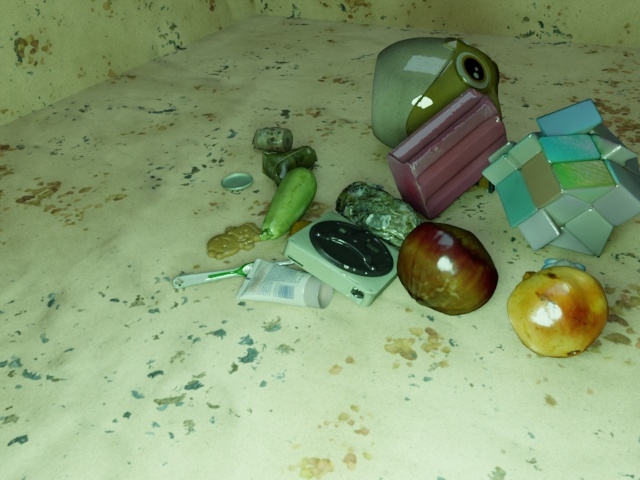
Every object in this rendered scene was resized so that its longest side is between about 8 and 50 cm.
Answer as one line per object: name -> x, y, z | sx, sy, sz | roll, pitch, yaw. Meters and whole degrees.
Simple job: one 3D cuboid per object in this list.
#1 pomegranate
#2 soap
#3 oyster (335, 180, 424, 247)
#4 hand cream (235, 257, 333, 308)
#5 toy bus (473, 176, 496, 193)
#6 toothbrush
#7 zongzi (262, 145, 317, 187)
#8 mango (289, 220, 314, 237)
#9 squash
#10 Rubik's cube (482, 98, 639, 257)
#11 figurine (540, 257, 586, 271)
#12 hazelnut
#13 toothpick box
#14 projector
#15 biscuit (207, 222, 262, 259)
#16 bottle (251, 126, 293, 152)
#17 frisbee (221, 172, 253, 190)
pomegranate -> 0.517, 0.156, 1.367 | 0.209, 0.209, 0.209 | -4, 34, 2
soap -> 0.390, -0.259, 1.881 | 0.360, 0.233, 0.128 | -40, 42, -14
oyster -> 0.175, -0.056, 1.798 | 0.351, 0.158, 0.162 | 37, 94, 36
hand cream -> -0.094, 0.119, 1.618 | 0.248, 0.083, 0.133 | 10, 54, 30
toy bus -> 0.573, -0.234, 2.033 | 0.182, 0.091, 0.103 | -33, 40, -30
toothbrush -> -0.195, 0.080, 1.712 | 0.418, 0.042, 0.040 | -10, -5, -7
zongzi -> -0.072, -0.234, 2.127 | 0.205, 0.094, 0.204 | -16, 46, -20
mango -> 0.000, 0.000, 1.768 | 0.184, 0.084, 0.102 | 20, 8, 7
squash -> -0.095, -0.105, 1.912 | 0.119, 0.118, 0.370 | 4, 37, 14
Rubik's cube -> 0.667, -0.159, 1.705 | 0.368, 0.358, 0.387 | 39, 38, -9
figurine -> 0.602, 0.098, 1.564 | 0.114, 0.079, 0.114 | -2, 71, 6
hazelnut -> 0.305, 0.071, 1.531 | 0.252, 0.217, 0.217 | 35, 46, 12
toothpick box -> 0.402, -0.498, 2.162 | 0.426, 0.408, 0.408 | 5, 35, 9
projector -> 0.073, 0.033, 1.611 | 0.257, 0.079, 0.259 | 32, 31, 14
biscuit -> -0.255, -0.004, 1.860 | 0.184, 0.027, 0.133 | -18, 37, -18
bottle -> -0.187, -0.380, 2.351 | 0.152, 0.098, 0.099 | 9, 37, 27
frisbee -> -0.286, -0.201, 2.166 | 0.110, 0.014, 0.110 | -5, 34, 3
